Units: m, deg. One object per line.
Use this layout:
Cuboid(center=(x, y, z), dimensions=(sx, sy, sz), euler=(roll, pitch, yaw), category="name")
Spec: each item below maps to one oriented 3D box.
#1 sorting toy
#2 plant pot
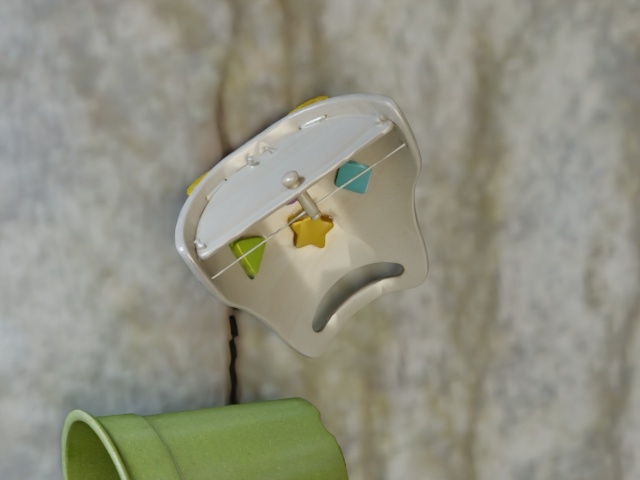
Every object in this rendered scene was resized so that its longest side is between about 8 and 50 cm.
Cuboid(center=(0.000, 0.000, 0.506), dimensions=(0.083, 0.045, 0.075), euler=(-35, 118, -5), category="sorting toy")
Cuboid(center=(-0.035, 0.086, 0.504), dimensions=(0.079, 0.083, 0.083), euler=(-15, 109, -26), category="plant pot")
